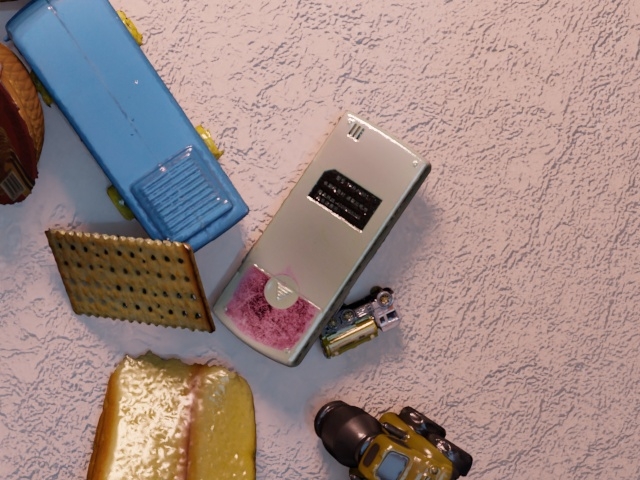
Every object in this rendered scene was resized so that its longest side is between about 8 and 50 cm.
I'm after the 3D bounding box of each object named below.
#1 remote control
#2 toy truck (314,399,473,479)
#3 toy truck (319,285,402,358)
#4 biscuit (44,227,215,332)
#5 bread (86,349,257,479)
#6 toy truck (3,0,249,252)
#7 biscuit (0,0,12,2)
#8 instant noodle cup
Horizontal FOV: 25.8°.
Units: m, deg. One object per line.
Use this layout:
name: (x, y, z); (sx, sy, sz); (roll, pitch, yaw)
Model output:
remote control: (0.000, 0.000, 1.883); (0.145, 0.050, 0.344); (35, 88, 12)
toy truck: (0.086, 0.291, 1.859); (0.165, 0.224, 0.147); (33, 89, -18)
toy truck: (0.052, 0.113, 1.923); (0.123, 0.052, 0.063); (-24, 103, -7)
biscuit: (-0.243, 0.049, 1.784); (0.016, 0.231, 0.139); (-47, 132, -46)
bread: (-0.208, 0.357, 1.893); (0.233, 0.245, 0.362); (11, 62, -10)
toy truck: (-0.244, -0.157, 1.787); (0.161, 0.162, 0.385); (-34, 100, -5)
biscuit: (-0.395, -0.495, 1.746); (0.350, 0.070, 0.394); (-2, 86, -7)
instant noodle cup: (-0.423, -0.178, 1.729); (0.274, 0.274, 0.091); (54, 52, -10)
